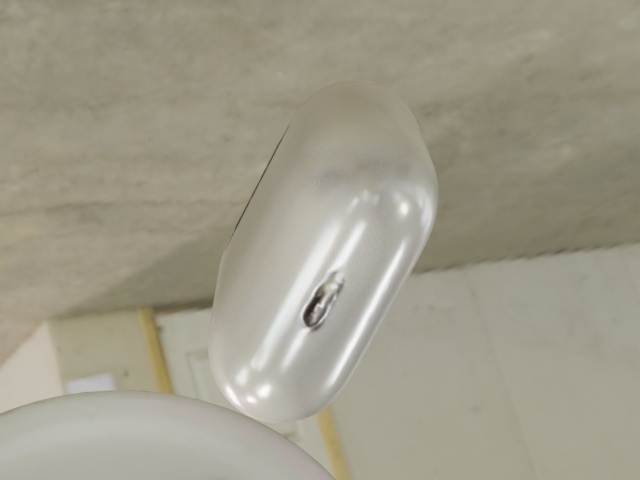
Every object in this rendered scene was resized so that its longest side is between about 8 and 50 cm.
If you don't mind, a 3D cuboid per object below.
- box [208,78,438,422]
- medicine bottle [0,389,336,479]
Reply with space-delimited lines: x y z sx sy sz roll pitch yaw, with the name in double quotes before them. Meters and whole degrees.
"box" -0.001 -0.001 1.219 0.141 0.289 0.349 25 -165 -8
"medicine bottle" -0.061 0.200 0.396 0.130 0.130 0.341 -11 137 -18
